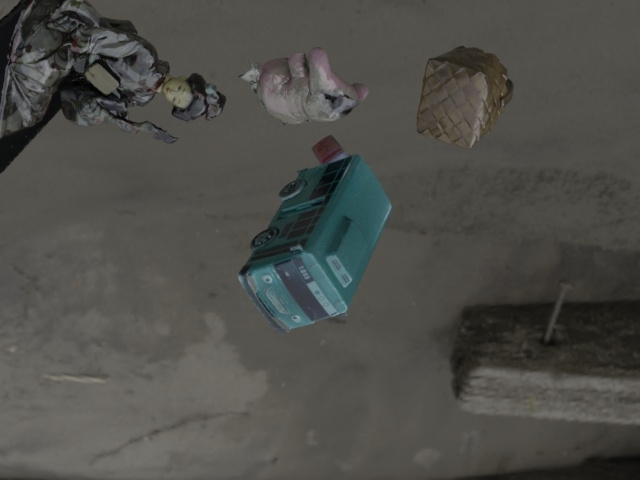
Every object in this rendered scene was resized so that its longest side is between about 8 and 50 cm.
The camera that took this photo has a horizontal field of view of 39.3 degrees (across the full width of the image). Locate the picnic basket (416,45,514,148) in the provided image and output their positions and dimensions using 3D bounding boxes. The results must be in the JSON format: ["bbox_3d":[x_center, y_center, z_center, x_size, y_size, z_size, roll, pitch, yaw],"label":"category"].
[{"bbox_3d":[0.221,-0.223,1.350,0.128,0.178,0.138,17,119,17],"label":"picnic basket"}]

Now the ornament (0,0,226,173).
[{"bbox_3d":[-0.191,-0.141,0.844,0.196,0.153,0.166,17,137,6],"label":"ornament"}]

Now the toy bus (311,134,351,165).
[{"bbox_3d":[0.029,-0.147,1.696,0.065,0.192,0.077,-37,107,4],"label":"toy bus"}]

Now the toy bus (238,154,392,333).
[{"bbox_3d":[0.000,0.000,1.283,0.147,0.256,0.128,-16,120,33],"label":"toy bus"}]

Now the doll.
[{"bbox_3d":[-0.026,-0.226,1.374,0.192,0.095,0.149,8,162,44],"label":"doll"}]
